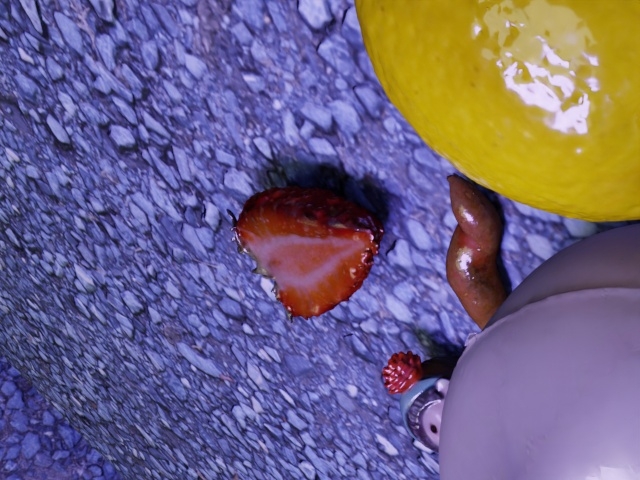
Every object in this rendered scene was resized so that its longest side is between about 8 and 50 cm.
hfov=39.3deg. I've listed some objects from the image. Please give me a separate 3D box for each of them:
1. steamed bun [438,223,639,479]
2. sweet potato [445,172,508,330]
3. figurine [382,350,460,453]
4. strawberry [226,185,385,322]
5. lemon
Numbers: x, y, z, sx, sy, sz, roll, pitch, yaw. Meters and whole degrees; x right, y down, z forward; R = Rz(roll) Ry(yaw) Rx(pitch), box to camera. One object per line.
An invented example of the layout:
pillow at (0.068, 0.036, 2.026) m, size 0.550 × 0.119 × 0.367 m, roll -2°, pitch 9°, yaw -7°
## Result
steamed bun at (0.255, 0.163, 0.681) m, size 0.334 × 0.334 × 0.374 m, roll 38°, pitch 146°, yaw 19°
sweet potato at (0.156, 0.025, 0.900) m, size 0.055 × 0.058 × 0.202 m, roll 44°, pitch 156°, yaw 51°
figurine at (0.190, 0.185, 0.986) m, size 0.245 × 0.110 × 0.138 m, roll 1°, pitch 123°, yaw 45°
strawberry at (-0.007, -0.013, 1.025) m, size 0.174 × 0.098 × 0.228 m, roll 48°, pitch 146°, yaw 1°
lemon at (0.156, -0.148, 0.511) m, size 0.293 × 0.293 × 0.293 m, roll 32°, pitch 145°, yaw 26°
